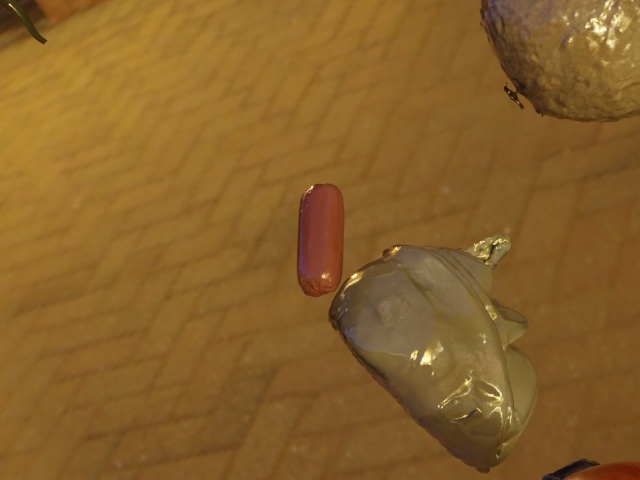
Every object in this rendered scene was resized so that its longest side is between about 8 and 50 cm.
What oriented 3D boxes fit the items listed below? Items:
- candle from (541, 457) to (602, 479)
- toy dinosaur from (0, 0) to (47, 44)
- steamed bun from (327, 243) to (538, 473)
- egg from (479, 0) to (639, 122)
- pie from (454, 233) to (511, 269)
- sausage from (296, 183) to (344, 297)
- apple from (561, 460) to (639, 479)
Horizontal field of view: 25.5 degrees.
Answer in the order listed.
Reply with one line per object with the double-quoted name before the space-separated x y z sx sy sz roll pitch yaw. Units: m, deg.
"candle" 0.216 0.388 1.582 0.330 0.187 0.187 -27 22 -10
"toy dinosaur" -0.502 -0.386 2.157 0.087 0.179 0.187 -65 29 10
"steamed bun" 0.176 0.137 1.927 0.219 0.324 0.310 -45 1 1
"egg" 0.376 -0.299 1.989 0.279 0.310 0.279 -45 25 29
"pie" 0.185 0.102 2.396 0.337 0.075 0.337 -37 -16 -13
"sausage" 0.000 0.000 1.848 0.062 0.062 0.154 -17 57 32
"apple" 0.302 0.311 1.287 0.242 0.242 0.241 -34 44 -2
